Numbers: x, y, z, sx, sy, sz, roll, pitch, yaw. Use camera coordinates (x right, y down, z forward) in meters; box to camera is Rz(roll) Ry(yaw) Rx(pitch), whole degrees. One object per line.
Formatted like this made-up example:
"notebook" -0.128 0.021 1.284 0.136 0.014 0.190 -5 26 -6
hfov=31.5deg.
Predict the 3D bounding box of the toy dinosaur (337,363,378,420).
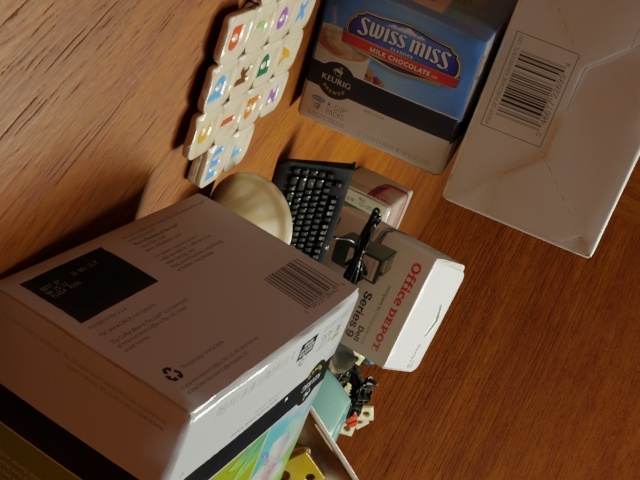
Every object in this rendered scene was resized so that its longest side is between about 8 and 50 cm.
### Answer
"toy dinosaur" 0.008 0.251 2.413 0.164 0.218 0.322 5 132 -36

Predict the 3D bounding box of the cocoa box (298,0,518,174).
"cocoa box" 0.155 -0.305 1.634 0.347 0.232 0.228 -54 166 -48

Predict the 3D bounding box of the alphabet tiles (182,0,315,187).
"alphabet tiles" -0.079 -0.200 1.295 0.284 0.021 0.278 -68 170 26

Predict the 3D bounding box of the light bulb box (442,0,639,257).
"light bulb box" 0.369 -0.223 1.612 0.361 0.225 0.357 -48 160 -63

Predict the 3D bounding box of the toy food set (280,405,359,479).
"toy food set" -0.110 0.377 1.757 0.306 0.219 0.092 -27 -151 6

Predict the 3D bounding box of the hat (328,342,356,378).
"hat" -0.017 0.232 2.211 0.331 0.134 0.331 -35 167 -9

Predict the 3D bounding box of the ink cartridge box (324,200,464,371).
"ink cartridge box" 0.071 0.068 1.964 0.121 0.289 0.211 16 101 -58

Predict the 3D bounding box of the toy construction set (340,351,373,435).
"toy construction set" 0.046 0.284 2.625 0.215 0.151 0.327 -52 -150 21

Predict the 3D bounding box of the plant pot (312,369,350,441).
"plant pot" -0.089 0.306 1.932 0.293 0.235 0.293 24 90 -83

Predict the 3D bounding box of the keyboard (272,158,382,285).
"keyboard" 0.000 0.000 1.797 0.317 0.202 0.033 108 -22 -43

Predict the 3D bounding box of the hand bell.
"hand bell" -0.148 0.000 1.308 0.242 0.126 0.126 -21 139 -57

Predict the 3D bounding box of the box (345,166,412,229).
"box" 0.084 -0.046 2.292 0.148 0.127 0.232 -67 170 16

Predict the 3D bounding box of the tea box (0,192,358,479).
"tea box" -0.168 0.173 1.104 0.329 0.220 0.323 -32 149 -58
